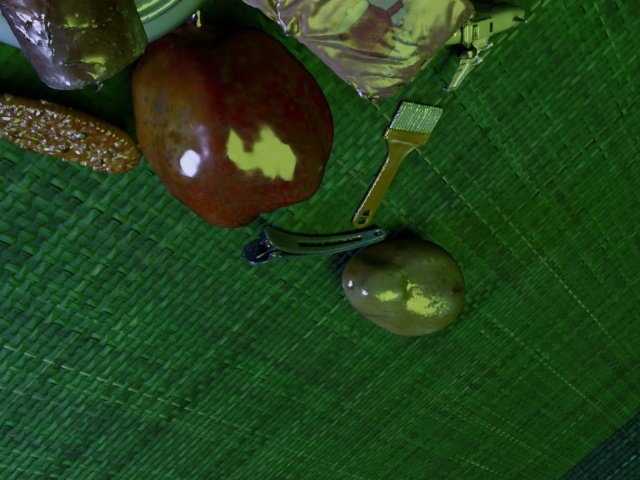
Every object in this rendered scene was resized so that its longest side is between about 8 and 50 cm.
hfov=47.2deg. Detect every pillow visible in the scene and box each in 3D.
[{"bbox_3d":[0.010,-0.239,0.660,0.248,0.049,0.135,35,108,-19],"label":"pillow"}]

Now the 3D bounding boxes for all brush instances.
[{"bbox_3d":[0.102,-0.105,1.073,0.083,0.010,0.218,4,126,-36],"label":"brush"}]

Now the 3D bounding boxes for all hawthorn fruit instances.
[{"bbox_3d":[-0.097,-0.144,0.778,0.208,0.208,0.248,-25,119,-13],"label":"hawthorn fruit"}]

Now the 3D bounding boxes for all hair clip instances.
[{"bbox_3d":[0.000,0.000,1.083,0.230,0.039,0.070,-5,150,-37],"label":"hair clip"}]

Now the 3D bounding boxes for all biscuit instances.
[{"bbox_3d":[-0.271,-0.110,0.757,0.206,0.126,0.025,18,73,-40],"label":"biscuit"}]

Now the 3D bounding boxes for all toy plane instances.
[{"bbox_3d":[0.196,-0.276,0.945,0.171,0.065,0.162,-16,124,-14],"label":"toy plane"}]

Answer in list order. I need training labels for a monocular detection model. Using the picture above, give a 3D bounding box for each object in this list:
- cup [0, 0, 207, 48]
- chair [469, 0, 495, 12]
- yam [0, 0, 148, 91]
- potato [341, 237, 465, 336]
[{"bbox_3d":[-0.152,-0.308,0.527,0.357,0.274,0.259,-30,138,-6],"label":"cup"},{"bbox_3d":[0.068,-0.290,0.795,0.145,0.140,0.221,-48,141,18],"label":"chair"},{"bbox_3d":[-0.150,-0.156,0.404,0.079,0.079,0.141,-25,139,-12],"label":"yam"},{"bbox_3d":[0.123,0.074,1.146,0.194,0.157,0.157,3,125,-37],"label":"potato"}]
